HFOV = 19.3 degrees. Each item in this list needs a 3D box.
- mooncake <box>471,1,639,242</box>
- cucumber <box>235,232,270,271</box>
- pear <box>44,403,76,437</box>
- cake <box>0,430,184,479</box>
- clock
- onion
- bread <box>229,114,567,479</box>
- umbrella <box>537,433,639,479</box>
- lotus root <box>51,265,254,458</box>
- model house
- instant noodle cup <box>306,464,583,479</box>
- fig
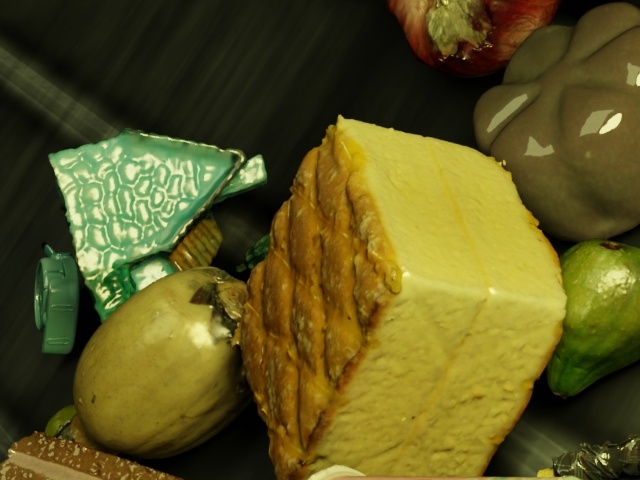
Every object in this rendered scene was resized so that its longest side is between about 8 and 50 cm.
[{"bbox_3d":[0.271,-0.121,1.884,0.245,0.133,0.245,-30,33,22],"label":"mooncake"},{"bbox_3d":[0.000,0.000,2.100,0.250,0.056,0.056,-13,49,34],"label":"cucumber"},{"bbox_3d":[-0.272,0.229,2.140,0.092,0.092,0.097,-34,38,18],"label":"pear"},{"bbox_3d":[-0.215,0.278,1.927,0.295,0.113,0.116,16,67,24],"label":"cake"},{"bbox_3d":[-0.329,0.065,2.335,0.147,0.045,0.108,-113,30,-56],"label":"clock"},{"bbox_3d":[0.190,-0.313,2.097,0.272,0.195,0.272,-11,77,54],"label":"onion"},{"bbox_3d":[0.069,0.070,1.771,0.279,0.207,0.279,-110,37,-53],"label":"bread"},{"bbox_3d":[0.260,0.196,1.682,0.144,0.037,0.040,-20,58,28],"label":"umbrella"},{"bbox_3d":[-0.181,0.156,2.038,0.310,0.183,0.182,-43,37,18],"label":"lotus root"},{"bbox_3d":[-0.176,-0.018,2.201,0.241,0.226,0.261,-20,-2,-8],"label":"model house"},{"bbox_3d":[0.114,0.302,1.581,0.231,0.243,0.243,-10,51,32],"label":"instant noodle cup"},{"bbox_3d":[0.257,0.076,1.735,0.123,0.123,0.156,23,91,52],"label":"fig"}]
